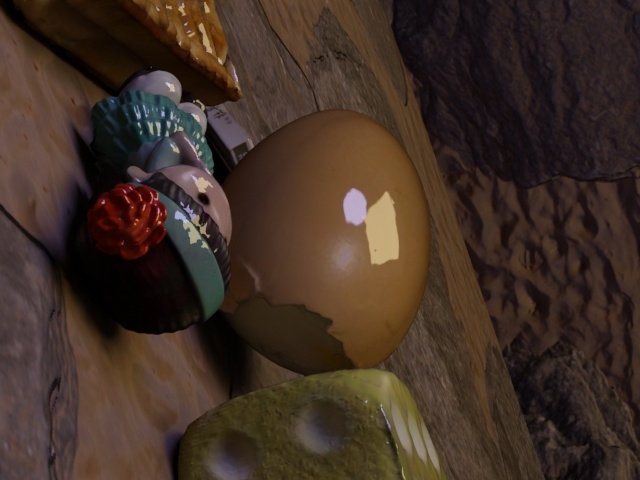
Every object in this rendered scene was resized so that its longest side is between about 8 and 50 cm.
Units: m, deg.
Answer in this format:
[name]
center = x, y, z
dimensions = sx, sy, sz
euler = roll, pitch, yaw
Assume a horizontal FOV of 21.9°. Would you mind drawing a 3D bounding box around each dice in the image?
[dice]
center = 0.002, 0.199, 1.250
dimensions = 0.169, 0.169, 0.166
euler = 38, 35, -69

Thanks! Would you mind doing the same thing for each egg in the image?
[egg]
center = 0.000, 0.000, 1.441
dimensions = 0.201, 0.201, 0.244
euler = 51, 52, -58

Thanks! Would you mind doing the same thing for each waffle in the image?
[waffle]
center = -0.173, -0.236, 1.346
dimensions = 0.308, 0.091, 0.213
euler = 38, 34, -71

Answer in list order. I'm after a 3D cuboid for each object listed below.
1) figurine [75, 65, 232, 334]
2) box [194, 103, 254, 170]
[figurine]
center = -0.127, -0.038, 1.219
dimensions = 0.138, 0.110, 0.245
euler = 51, 18, -34
[box]
center = -0.064, -0.055, 1.617
dimensions = 0.109, 0.029, 0.198
euler = 54, -5, 46
